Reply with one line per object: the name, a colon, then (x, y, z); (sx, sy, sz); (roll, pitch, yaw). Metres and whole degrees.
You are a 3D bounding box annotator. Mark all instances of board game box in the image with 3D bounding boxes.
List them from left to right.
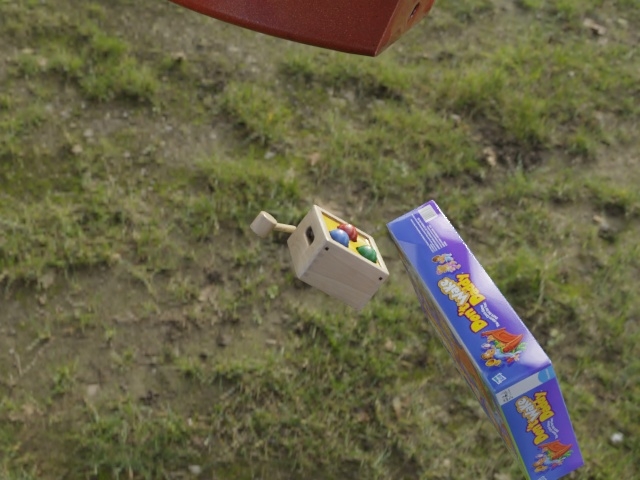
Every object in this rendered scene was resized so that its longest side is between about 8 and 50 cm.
board game box: (0.220, 0.135, 1.328); (0.078, 0.233, 0.347); (-28, 40, -1)

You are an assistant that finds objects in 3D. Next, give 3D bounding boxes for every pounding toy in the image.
pounding toy: (-0.006, -0.007, 1.598); (0.206, 0.094, 0.181); (29, 20, -24)

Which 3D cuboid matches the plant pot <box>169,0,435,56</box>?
plant pot: (0.025, -0.349, 1.039); (0.236, 0.267, 0.267); (32, 37, 9)
